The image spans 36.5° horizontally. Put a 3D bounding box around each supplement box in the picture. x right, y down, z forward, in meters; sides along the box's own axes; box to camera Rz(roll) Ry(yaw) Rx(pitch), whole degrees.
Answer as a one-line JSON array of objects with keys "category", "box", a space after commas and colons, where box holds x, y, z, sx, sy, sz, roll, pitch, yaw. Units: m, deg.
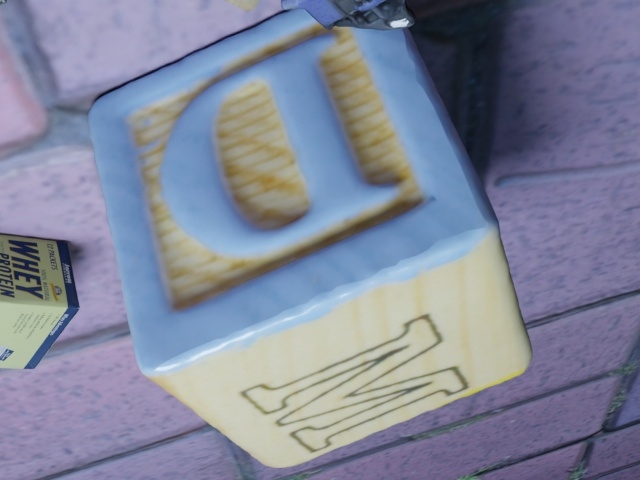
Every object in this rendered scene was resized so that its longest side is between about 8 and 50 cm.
[{"category": "supplement box", "box": [-0.221, 0.042, 0.655, 0.083, 0.056, 0.083, 8, 139, -38]}]

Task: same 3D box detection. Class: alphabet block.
[{"category": "alphabet block", "box": [0.000, 0.000, 0.587, 0.193, 0.192, 0.197, -22, 148, 7]}]

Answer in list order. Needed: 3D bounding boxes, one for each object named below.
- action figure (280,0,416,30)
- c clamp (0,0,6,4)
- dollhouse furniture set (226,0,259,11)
[{"category": "action figure", "box": [0.151, -0.193, 0.447, 0.341, 0.179, 0.330, -12, 149, 33]}, {"category": "c clamp", "box": [-0.237, -0.132, 0.410, 0.137, 0.022, 0.161, -19, 151, 9]}, {"category": "dollhouse furniture set", "box": [-0.064, -0.213, 0.200, 0.242, 0.212, 0.161, 25, 128, -20]}]
